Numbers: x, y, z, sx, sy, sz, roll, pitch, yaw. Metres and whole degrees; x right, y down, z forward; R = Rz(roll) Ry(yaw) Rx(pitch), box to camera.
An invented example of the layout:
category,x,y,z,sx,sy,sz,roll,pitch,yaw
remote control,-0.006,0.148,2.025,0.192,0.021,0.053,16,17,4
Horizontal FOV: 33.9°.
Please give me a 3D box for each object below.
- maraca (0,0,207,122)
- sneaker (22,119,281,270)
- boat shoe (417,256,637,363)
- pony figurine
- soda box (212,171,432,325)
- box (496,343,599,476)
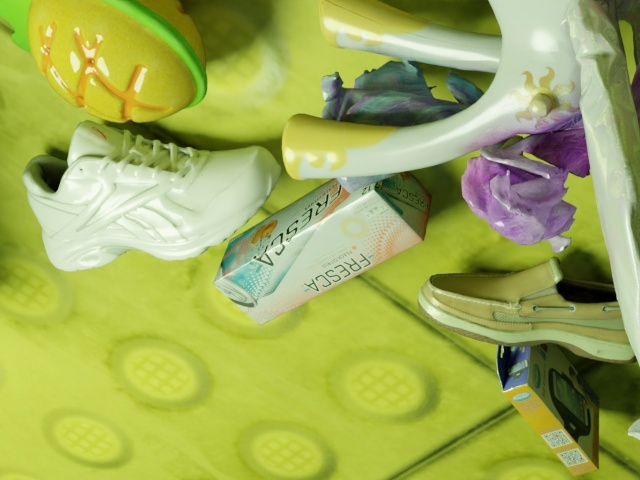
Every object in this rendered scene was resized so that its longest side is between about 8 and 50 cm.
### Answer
category,x,y,z,sx,sy,sz,roll,pitch,yaw
maraca,-0.160,-0.141,0.746,0.186,0.099,0.127,17,152,27
sneaker,-0.145,-0.046,0.832,0.232,0.090,0.115,-12,123,23
boat shoe,0.176,0.043,0.845,0.190,0.068,0.072,8,120,-5
pony figurine,0.144,-0.104,0.609,0.364,0.303,0.351,6,125,30
soda box,0.000,0.000,0.850,0.183,0.058,0.063,-30,118,33
box,0.194,0.127,0.893,0.028,0.081,0.136,-22,122,31
